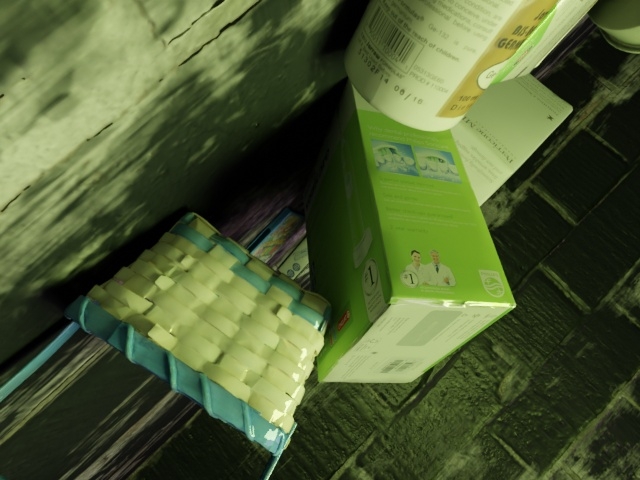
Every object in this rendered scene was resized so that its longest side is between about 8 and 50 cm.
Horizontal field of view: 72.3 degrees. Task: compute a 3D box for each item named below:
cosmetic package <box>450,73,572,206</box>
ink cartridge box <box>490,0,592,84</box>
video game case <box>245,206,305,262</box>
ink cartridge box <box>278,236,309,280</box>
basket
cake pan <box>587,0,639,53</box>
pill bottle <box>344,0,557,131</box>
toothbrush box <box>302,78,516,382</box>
[{"bbox_3d":[0.323,-0.225,0.879,0.385,0.217,0.156,-39,169,-41],"label":"cosmetic package"},{"bbox_3d":[0.281,-0.324,0.572,0.273,0.115,0.198,-33,166,-50],"label":"ink cartridge box"},{"bbox_3d":[-0.094,0.013,0.742,0.166,0.015,0.119,-45,170,6],"label":"video game case"},{"bbox_3d":[0.000,0.000,0.981,0.207,0.046,0.097,-49,170,23],"label":"ink cartridge box"},{"bbox_3d":[-0.136,0.144,0.423,0.289,0.255,0.201,-52,177,-28],"label":"basket"},{"bbox_3d":[0.483,-0.413,0.593,0.293,0.054,0.292,-172,-90,-74],"label":"cake pan"},{"bbox_3d":[0.123,-0.212,0.348,0.131,0.131,0.229,-36,167,-41],"label":"pill bottle"},{"bbox_3d":[0.068,-0.008,0.500,0.122,0.283,0.206,5,143,-17],"label":"toothbrush box"}]
